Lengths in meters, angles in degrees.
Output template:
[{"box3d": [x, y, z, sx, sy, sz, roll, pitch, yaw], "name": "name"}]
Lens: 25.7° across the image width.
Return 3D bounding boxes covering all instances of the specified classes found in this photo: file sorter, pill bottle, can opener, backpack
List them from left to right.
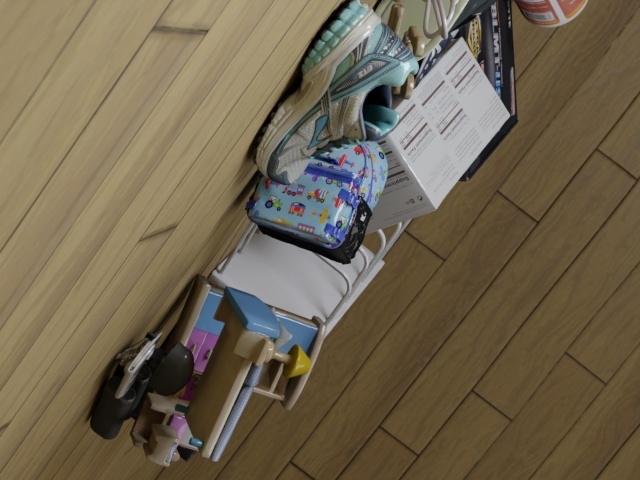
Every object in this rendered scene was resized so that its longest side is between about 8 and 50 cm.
[{"box3d": [-0.249, 0.204, 1.886, 0.074, 0.093, 0.280, -51, -179, -33], "name": "can opener"}, {"box3d": [0.000, 0.000, 2.141, 0.173, 0.193, 0.277, -56, 175, 39], "name": "file sorter"}, {"box3d": [0.001, -0.076, 1.820, 0.173, 0.158, 0.117, -65, 160, -10], "name": "backpack"}, {"box3d": [0.341, -0.440, 2.208, 0.121, 0.121, 0.216, -52, 144, -5], "name": "pill bottle"}]

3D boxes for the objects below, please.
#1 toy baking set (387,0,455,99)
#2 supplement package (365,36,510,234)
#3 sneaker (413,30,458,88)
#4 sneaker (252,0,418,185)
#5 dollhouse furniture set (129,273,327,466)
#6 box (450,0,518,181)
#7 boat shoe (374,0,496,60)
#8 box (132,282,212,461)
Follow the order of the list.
[{"box3d": [0.119, -0.274, 1.588, 0.256, 0.030, 0.196, 114, -21, -54], "name": "toy baking set"}, {"box3d": [0.111, -0.142, 2.013, 0.204, 0.145, 0.262, -20, -160, 43], "name": "supplement package"}, {"box3d": [0.152, -0.308, 1.870, 0.282, 0.099, 0.153, -52, 179, 40], "name": "sneaker"}, {"box3d": [0.017, -0.139, 1.604, 0.110, 0.122, 0.283, -48, 174, -41], "name": "sneaker"}, {"box3d": [-0.092, 0.223, 1.878, 0.286, 0.198, 0.303, -66, -159, 8], "name": "dollhouse furniture set"}, {"box3d": [0.242, -0.281, 2.239, 0.293, 0.073, 0.295, -43, 133, -57], "name": "box"}, {"box3d": [0.200, -0.361, 1.745, 0.340, 0.127, 0.113, -52, 178, 16], "name": "boat shoe"}, {"box3d": [-0.170, 0.189, 2.222, 0.270, 0.143, 0.165, -54, 175, 28], "name": "box"}]
